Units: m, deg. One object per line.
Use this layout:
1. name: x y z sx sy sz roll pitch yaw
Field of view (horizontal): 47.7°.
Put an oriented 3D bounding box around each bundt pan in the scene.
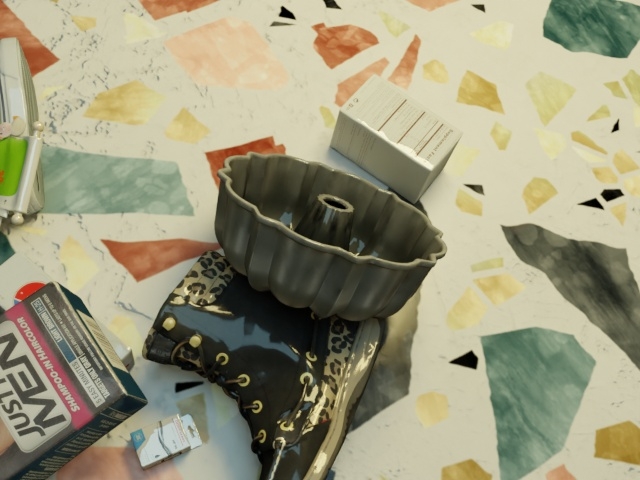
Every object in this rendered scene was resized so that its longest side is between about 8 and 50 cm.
1. bundt pan: 0.000 0.000 1.008 0.330 0.124 0.331 19 22 -8

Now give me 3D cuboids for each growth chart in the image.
1. growth chart: -0.504 -0.094 1.027 0.237 0.021 0.172 -2 80 11

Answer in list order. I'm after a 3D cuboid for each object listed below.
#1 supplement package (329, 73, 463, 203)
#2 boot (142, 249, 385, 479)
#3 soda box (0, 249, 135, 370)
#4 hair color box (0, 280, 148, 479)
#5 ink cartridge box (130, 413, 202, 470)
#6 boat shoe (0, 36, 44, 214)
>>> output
1. supplement package: 0.122 -0.166 1.192 0.179 0.105 0.105 36 62 9
2. boot: -0.100 0.196 0.943 0.284 0.138 0.377 27 57 3
3. soda box: -0.355 0.115 0.980 0.216 0.069 0.074 39 63 10
4. hair color box: -0.402 0.222 0.849 0.347 0.105 0.174 -36 75 -10
5. ink cartridge box: -0.202 0.261 0.953 0.083 0.028 0.048 -20 68 -20
6. boat shoe: -0.481 -0.177 1.091 0.094 0.109 0.302 -9 67 -10
